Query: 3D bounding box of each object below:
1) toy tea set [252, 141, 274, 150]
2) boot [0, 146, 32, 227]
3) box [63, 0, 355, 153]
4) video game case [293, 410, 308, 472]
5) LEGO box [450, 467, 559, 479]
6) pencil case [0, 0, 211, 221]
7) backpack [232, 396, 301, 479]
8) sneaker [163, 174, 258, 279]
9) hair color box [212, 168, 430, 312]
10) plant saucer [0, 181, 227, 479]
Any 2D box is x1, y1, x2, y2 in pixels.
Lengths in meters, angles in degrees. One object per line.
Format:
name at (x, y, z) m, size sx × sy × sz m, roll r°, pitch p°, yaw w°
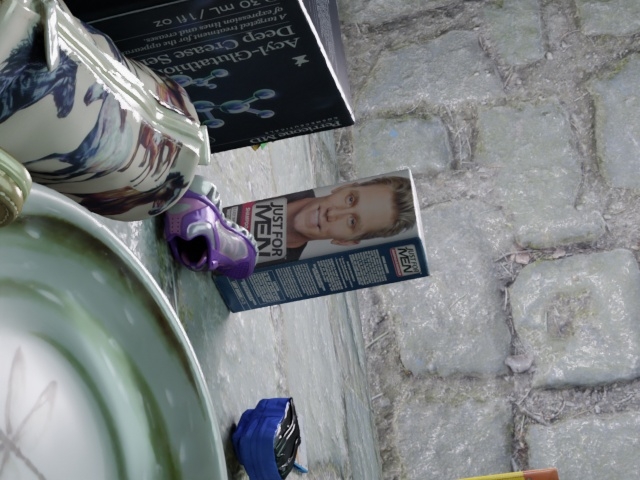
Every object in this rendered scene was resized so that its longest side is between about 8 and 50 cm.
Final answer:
toy tea set at (-0.187, -0.222, 1.318) m, size 0.200 × 0.124 × 0.336 m, roll 51°, pitch 0°, yaw 26°
boot at (-0.256, 0.004, 0.378) m, size 0.213 × 0.077 × 0.165 m, roll 17°, pitch 56°, yaw -34°
box at (-0.143, -0.272, 0.945) m, size 0.395 × 0.293 × 0.212 m, roll 44°, pitch 37°, yaw -73°
video game case at (-0.055, 0.397, 1.582) m, size 0.166 × 0.015 × 0.119 m, roll 62°, pitch 20°, yaw -62°
LEGO box at (0.229, 0.608, 1.562) m, size 0.372 × 0.499 × 0.193 m, roll 63°, pitch 19°, yaw -62°
pencil case at (-0.223, -0.122, 0.636) m, size 0.410 × 0.183 × 0.160 m, roll 38°, pitch 59°, yaw -77°
backpack at (-0.085, 0.319, 1.220) m, size 0.120 × 0.101 × 0.098 m, roll -72°, pitch 149°, yaw -63°
sneaker at (-0.167, 0.008, 1.151) m, size 0.236 × 0.095 × 0.105 m, roll 58°, pitch 29°, yaw -54°
hair color box at (0.000, 0.000, 1.336) m, size 0.174 × 0.347 × 0.105 m, roll -92°, pitch 167°, yaw -45°
plant saucer at (-0.204, 0.154, 0.569) m, size 0.400 × 0.100 × 0.400 m, roll 58°, pitch 19°, yaw -34°
